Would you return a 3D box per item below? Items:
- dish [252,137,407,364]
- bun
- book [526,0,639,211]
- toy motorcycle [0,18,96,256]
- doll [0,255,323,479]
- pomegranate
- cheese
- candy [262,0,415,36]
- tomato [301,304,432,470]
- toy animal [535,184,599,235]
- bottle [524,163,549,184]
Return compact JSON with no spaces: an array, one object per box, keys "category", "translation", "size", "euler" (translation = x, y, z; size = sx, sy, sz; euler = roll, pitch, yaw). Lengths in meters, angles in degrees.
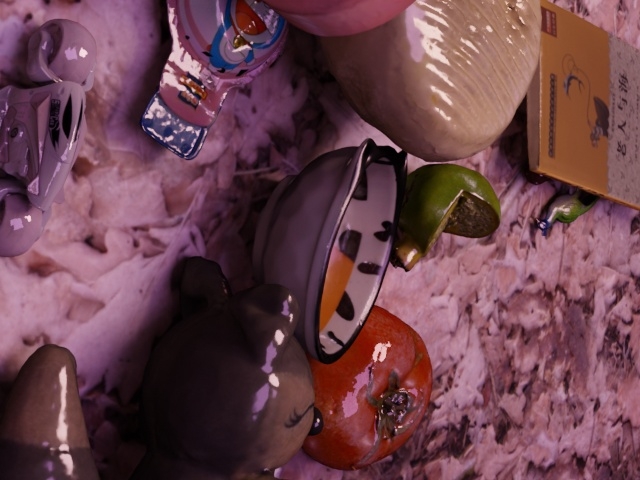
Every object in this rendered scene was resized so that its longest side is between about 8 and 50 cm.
[{"category":"dish","translation":[0.000,0.000,1.575],"size":[0.303,0.120,0.303],"euler":[16,90,-73]},{"category":"bun","translation":[0.115,-0.273,1.557],"size":[0.326,0.234,0.362],"euler":[0,87,-55]},{"category":"book","translation":[0.439,-0.195,2.009],"size":[0.389,0.032,0.269],"euler":[13,74,-46]},{"category":"toy motorcycle","translation":[-0.283,-0.104,1.319],"size":[0.112,0.112,0.254],"euler":[23,83,-45]},{"category":"doll","translation":[-0.165,0.204,1.417],"size":[0.378,0.252,0.382],"euler":[9,87,-45]},{"category":"pomegranate","translation":[0.152,-0.040,1.754],"size":[0.169,0.143,0.122],"euler":[-26,80,-1]},{"category":"cheese","translation":[-0.117,-0.232,1.474],"size":[0.189,0.074,0.286],"euler":[36,75,-41]},{"category":"candy","translation":[0.018,-0.344,1.375],"size":[0.094,0.255,0.255],"euler":[28,80,-57]},{"category":"tomato","translation":[0.069,0.201,1.743],"size":[0.237,0.095,0.237],"euler":[-13,109,-42]},{"category":"toy animal","translation":[0.409,-0.075,2.047],"size":[0.217,0.041,0.075],"euler":[-26,118,-42]},{"category":"bottle","translation":[0.349,-0.122,1.975],"size":[0.101,0.047,0.063],"euler":[-37,111,-27]}]
